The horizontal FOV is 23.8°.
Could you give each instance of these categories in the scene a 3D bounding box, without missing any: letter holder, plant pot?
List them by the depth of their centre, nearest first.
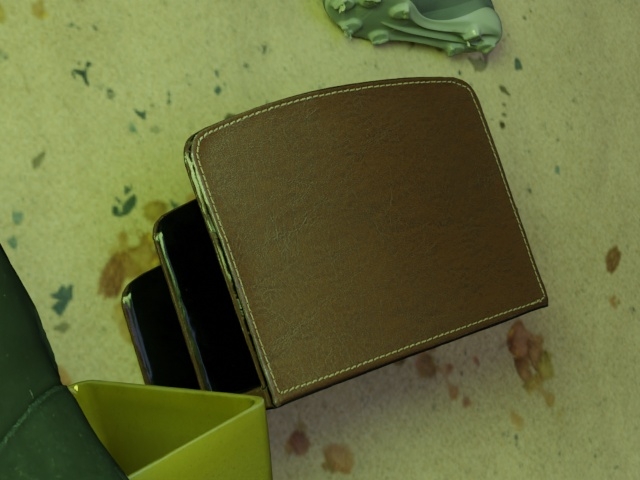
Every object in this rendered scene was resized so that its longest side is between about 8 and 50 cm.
[{"bbox_3d":[-0.153,0.222,0.991,0.212,0.212,0.187,-26,107,-40],"label":"plant pot"},{"bbox_3d":[0.000,0.000,1.195,0.302,0.152,0.214,-16,87,-41],"label":"letter holder"}]

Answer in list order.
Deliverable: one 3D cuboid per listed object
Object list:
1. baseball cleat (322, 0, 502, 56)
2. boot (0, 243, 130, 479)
[{"bbox_3d":[0.077,-0.227,1.379,0.206,0.072,0.109,11,58,-42],"label":"baseball cleat"},{"bbox_3d":[-0.323,0.075,0.765,0.367,0.146,0.445,-27,81,-24],"label":"boot"}]
